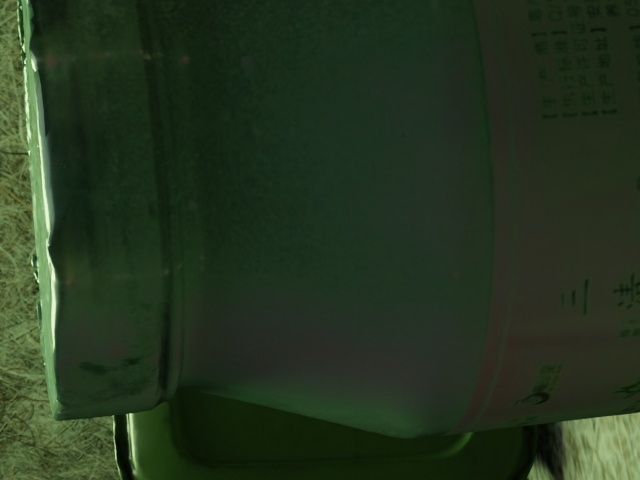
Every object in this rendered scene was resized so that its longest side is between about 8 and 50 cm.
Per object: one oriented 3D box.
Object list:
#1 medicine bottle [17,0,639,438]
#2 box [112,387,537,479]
[{"bbox_3d":[0.026,-0.040,0.647,0.245,0.290,0.245,175,90,-80],"label":"medicine bottle"},{"bbox_3d":[0.000,0.000,1.000,0.178,0.252,0.329,-64,-28,-86],"label":"box"}]
